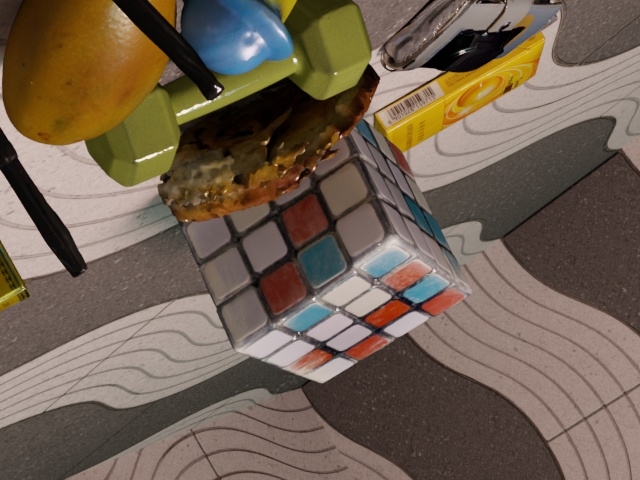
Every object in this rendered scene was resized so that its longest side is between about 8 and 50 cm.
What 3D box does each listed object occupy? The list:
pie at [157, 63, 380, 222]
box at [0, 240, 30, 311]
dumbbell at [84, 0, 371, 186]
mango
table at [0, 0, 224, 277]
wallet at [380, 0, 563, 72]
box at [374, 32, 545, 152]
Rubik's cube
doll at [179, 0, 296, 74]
[{"bbox_3d":[-0.057,-0.116,1.579,0.308,0.085,0.308,-26,-163,8],"label":"pie"},{"bbox_3d":[-0.429,0.050,1.314,0.279,0.153,0.041,-29,168,-12],"label":"box"},{"bbox_3d":[-0.092,-0.159,1.417,0.302,0.121,0.108,-28,139,-22],"label":"dumbbell"},{"bbox_3d":[-0.177,-0.174,1.148,0.138,0.113,0.253,-17,155,-38],"label":"mango"},{"bbox_3d":[-0.218,-0.125,0.901,0.317,0.249,0.317,-30,168,-7],"label":"table"},{"bbox_3d":[0.197,-0.266,1.810,0.170,0.069,0.231,-35,168,37],"label":"wallet"},{"bbox_3d":[0.202,-0.214,2.089,0.269,0.043,0.152,-30,168,-4],"label":"box"},{"bbox_3d":[0.000,0.001,1.818,0.253,0.259,0.256,-34,152,14],"label":"Rubik's cube"},{"bbox_3d":[0.017,-0.268,1.143,0.363,0.145,0.199,-38,-154,21],"label":"doll"}]
